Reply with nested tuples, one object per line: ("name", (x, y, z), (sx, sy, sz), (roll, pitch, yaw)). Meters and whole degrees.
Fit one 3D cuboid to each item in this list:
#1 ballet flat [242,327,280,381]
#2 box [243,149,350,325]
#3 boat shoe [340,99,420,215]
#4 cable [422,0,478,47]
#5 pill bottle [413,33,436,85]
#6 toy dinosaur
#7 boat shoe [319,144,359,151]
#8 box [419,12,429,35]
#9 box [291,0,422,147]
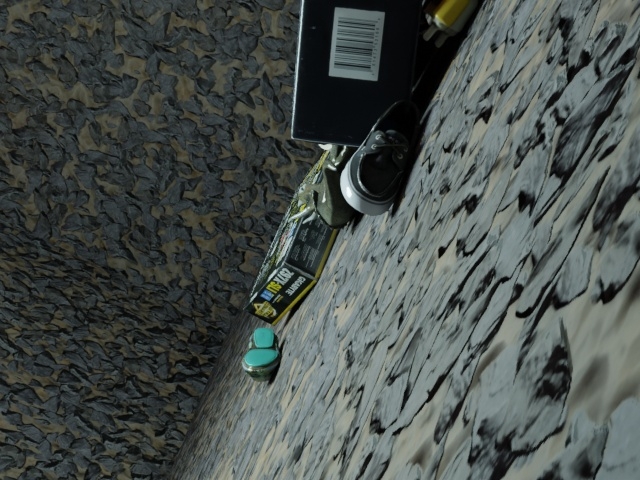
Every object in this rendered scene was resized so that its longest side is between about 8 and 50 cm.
("ballet flat", (-0.102, 0.215, 1.946), (0.070, 0.070, 0.188), (-63, 3, 16))
("box", (-0.026, -0.022, 2.106), (0.257, 0.079, 0.322), (-46, 19, 58))
("boat shoe", (0.092, -0.120, 1.484), (0.076, 0.080, 0.228), (-62, -3, 38))
("cable", (0.246, -0.402, 1.562), (0.287, 0.072, 0.139), (-48, -6, 27))
("pill bottle", (0.083, -0.356, 1.914), (0.123, 0.219, 0.122), (-155, 90, -85))
("toy dinosaur", (0.038, -0.084, 1.795), (0.313, 0.121, 0.160), (-148, 72, -81))
("boat shoe", (0.031, -0.240, 2.028), (0.116, 0.097, 0.324), (-67, 23, 19))
("box", (0.106, -0.367, 2.091), (0.175, 0.051, 0.220), (-26, 8, -5))
("box", (0.063, -0.321, 1.706), (0.294, 0.183, 0.296), (-73, -10, -70))
